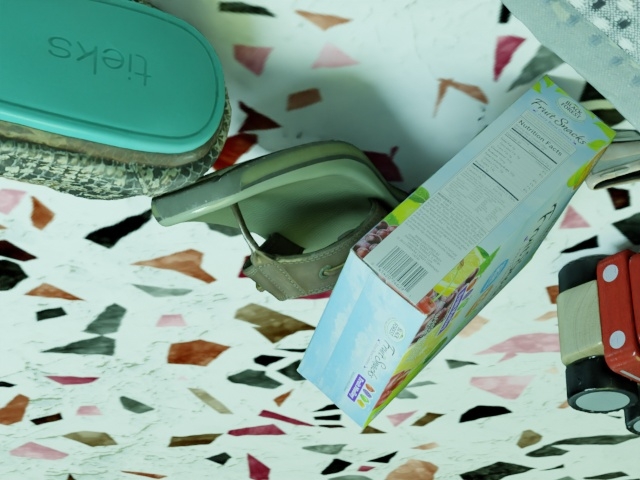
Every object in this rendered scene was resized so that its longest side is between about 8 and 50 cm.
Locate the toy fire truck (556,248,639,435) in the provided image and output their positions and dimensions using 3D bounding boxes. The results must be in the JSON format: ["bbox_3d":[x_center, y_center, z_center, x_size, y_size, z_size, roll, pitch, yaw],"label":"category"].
[{"bbox_3d":[0.340,0.087,1.115,0.217,0.158,0.246,25,143,-37],"label":"toy fire truck"}]

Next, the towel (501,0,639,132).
[{"bbox_3d":[0.199,-0.137,0.615,0.312,0.056,0.324,35,154,-18],"label":"towel"}]

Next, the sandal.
[{"bbox_3d":[0.002,0.000,0.969,0.120,0.086,0.303,-19,161,25],"label":"sandal"}]

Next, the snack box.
[{"bbox_3d":[0.090,0.009,0.949,0.070,0.207,0.174,41,150,12],"label":"snack box"}]

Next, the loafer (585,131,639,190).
[{"bbox_3d":[0.246,-0.054,0.997,0.125,0.039,0.045,-3,149,2],"label":"loafer"}]

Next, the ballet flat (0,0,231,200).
[{"bbox_3d":[-0.281,-0.110,0.771,0.483,0.164,0.182,17,154,-35],"label":"ballet flat"}]
